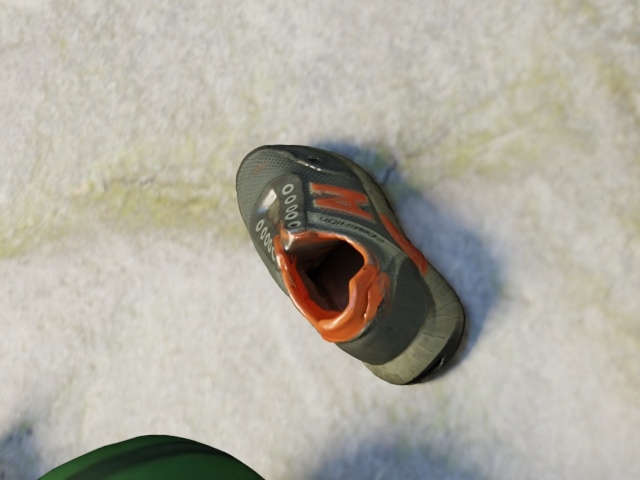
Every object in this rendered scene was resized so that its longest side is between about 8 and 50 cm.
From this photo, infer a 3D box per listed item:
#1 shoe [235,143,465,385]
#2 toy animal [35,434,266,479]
[{"bbox_3d":[-0.001,-0.001,0.949,0.074,0.077,0.194,-52,46,12],"label":"shoe"},{"bbox_3d":[-0.028,0.210,0.805,0.338,0.191,0.216,31,137,53],"label":"toy animal"}]
